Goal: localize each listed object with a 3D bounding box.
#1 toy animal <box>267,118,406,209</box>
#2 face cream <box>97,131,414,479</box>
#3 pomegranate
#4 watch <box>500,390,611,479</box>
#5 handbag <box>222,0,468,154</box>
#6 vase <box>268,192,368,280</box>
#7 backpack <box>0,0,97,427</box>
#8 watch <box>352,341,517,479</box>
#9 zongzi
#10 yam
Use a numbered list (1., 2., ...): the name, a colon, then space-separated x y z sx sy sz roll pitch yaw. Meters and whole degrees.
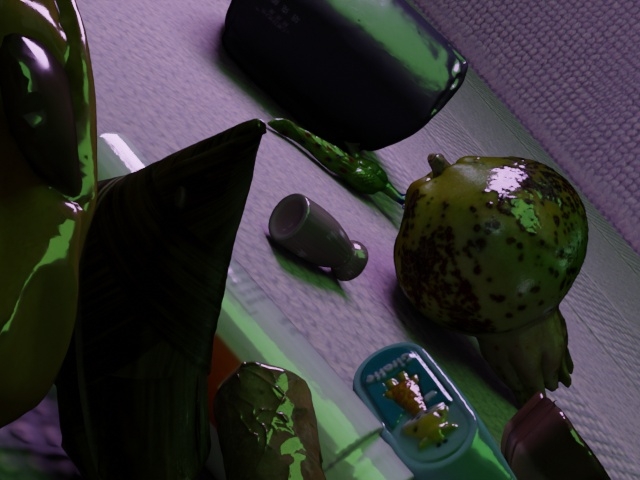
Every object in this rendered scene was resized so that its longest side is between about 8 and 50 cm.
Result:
1. toy animal: 0.022 -0.106 1.457 0.217 0.041 0.075 32 22 -22
2. face cream: -0.054 0.084 0.735 0.345 0.102 0.102 48 18 16
3. pomegranate: 0.179 0.043 1.272 0.204 0.276 0.222 7 18 13
4. watch: 0.348 0.195 0.856 0.335 0.327 0.314 57 3 8
5. handbag: 0.001 -0.235 1.538 0.302 0.178 0.275 40 -26 -10
6. vase: 0.000 0.000 1.137 0.101 0.053 0.053 36 18 -39
7. backpack: -0.233 -0.091 0.474 0.353 0.201 0.378 24 49 -53
8. watch: 0.098 0.169 0.827 0.195 0.068 0.237 59 -5 -32
9. zongzi: -0.069 0.049 0.590 0.084 0.184 0.187 -10 86 -43
10. yam: 0.002 0.195 0.575 0.066 0.066 0.299 25 37 -47
